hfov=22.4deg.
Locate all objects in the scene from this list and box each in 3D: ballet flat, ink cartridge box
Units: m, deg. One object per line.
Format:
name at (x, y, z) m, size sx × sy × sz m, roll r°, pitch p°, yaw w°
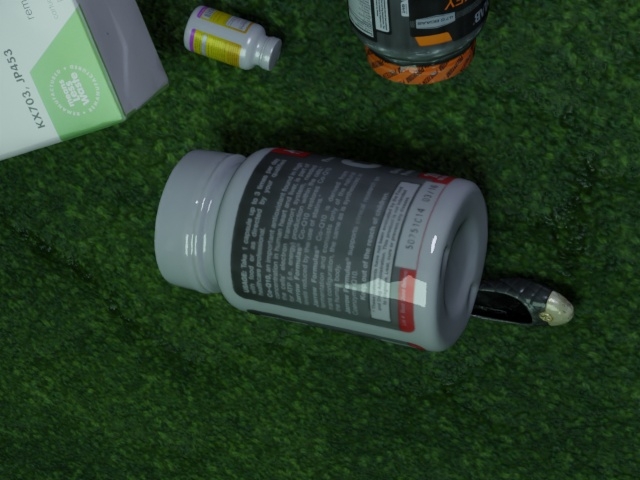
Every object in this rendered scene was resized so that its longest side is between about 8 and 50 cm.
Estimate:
ballet flat at (0.161, 0.064, 1.570) m, size 0.173 × 0.049 × 0.057 m, roll 7°, pitch 134°, yaw 24°
ink cartridge box at (-0.345, -0.170, 1.487) m, size 0.353 × 0.119 × 0.207 m, roll -15°, pitch 107°, yaw 22°

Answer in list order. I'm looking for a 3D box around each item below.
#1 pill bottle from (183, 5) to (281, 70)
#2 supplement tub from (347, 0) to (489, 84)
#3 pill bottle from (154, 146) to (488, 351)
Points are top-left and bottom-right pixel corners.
pill bottle at (-0.079, -0.181, 1.472) m, size 0.083 × 0.043 × 0.043 m, roll 21°, pitch 138°, yaw 12°
supplement tub at (0.076, -0.226, 1.286) m, size 0.117 × 0.117 × 0.190 m, roll 12°, pitch 136°, yaw 20°
pill bottle at (0.000, 0.000, 1.516) m, size 0.283 × 0.161 × 0.161 m, roll 11°, pitch 135°, yaw 21°
